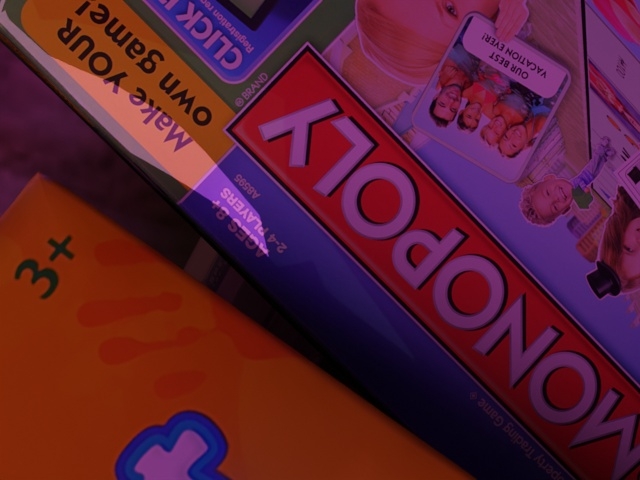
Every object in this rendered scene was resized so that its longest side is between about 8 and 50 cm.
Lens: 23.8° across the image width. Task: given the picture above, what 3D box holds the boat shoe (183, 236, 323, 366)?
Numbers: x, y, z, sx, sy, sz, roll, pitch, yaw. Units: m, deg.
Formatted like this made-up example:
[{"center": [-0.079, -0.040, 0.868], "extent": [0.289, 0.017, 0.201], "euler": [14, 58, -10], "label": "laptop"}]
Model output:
[{"center": [0.000, 0.000, 0.581], "extent": [0.063, 0.066, 0.184], "euler": [20, 104, -33], "label": "boat shoe"}]

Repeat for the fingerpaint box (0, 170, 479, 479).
[{"center": [-0.056, 0.270, 0.404], "extent": [0.371, 0.163, 0.445], "euler": [35, 79, 16], "label": "fingerpaint box"}]

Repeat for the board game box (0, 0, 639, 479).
[{"center": [0.075, -0.036, 0.518], "extent": [0.317, 0.046, 0.213], "euler": [45, 83, -13], "label": "board game box"}]
